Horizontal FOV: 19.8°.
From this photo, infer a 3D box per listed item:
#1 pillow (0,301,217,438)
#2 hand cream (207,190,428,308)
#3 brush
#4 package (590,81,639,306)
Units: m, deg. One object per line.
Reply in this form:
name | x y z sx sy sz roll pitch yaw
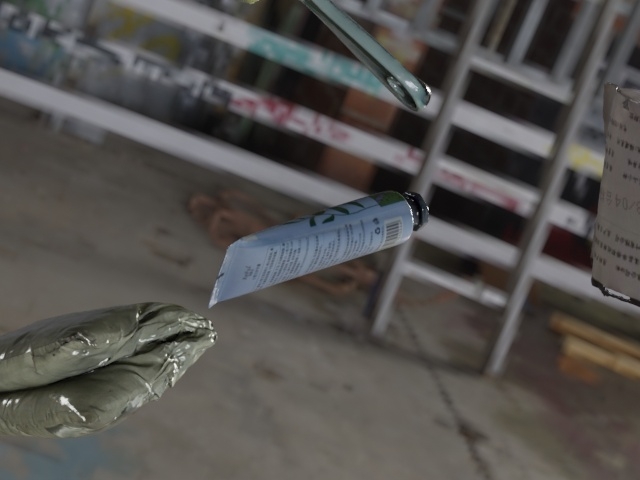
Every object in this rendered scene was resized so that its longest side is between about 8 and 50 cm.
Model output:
pillow | -0.173 0.091 1.272 0.181 0.078 0.134 -11 8 44
hand cream | 0.000 0.000 1.887 0.271 0.091 0.058 -19 57 -36
brush | -0.039 -0.188 1.368 0.297 0.060 0.068 45 -8 14
package | 0.329 -0.031 1.787 0.062 0.204 0.251 -4 18 -24
